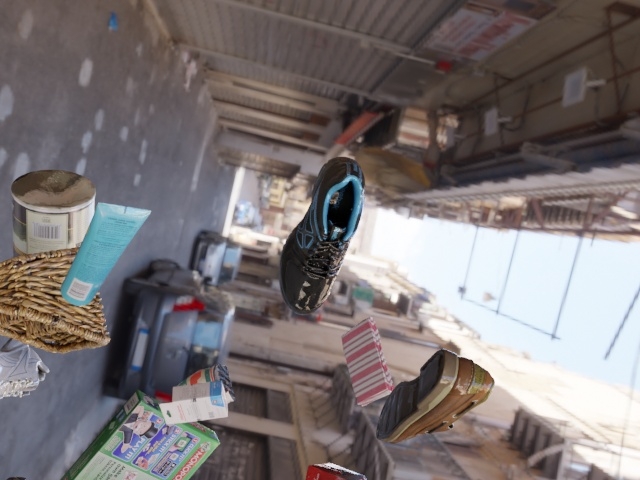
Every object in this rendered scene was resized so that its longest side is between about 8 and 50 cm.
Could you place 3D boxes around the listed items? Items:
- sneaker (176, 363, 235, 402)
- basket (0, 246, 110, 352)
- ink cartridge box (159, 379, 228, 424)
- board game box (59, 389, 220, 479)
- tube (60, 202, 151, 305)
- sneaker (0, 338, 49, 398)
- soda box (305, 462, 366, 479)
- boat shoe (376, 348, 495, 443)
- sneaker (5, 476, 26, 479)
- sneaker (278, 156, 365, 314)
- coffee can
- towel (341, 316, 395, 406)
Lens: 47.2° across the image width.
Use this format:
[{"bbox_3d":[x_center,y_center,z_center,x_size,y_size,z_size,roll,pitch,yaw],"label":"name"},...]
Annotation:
[{"bbox_3d":[-0.178,0.226,1.120,0.161,0.075,0.057,87,-13,-74],"label":"sneaker"},{"bbox_3d":[-0.620,0.151,1.567,0.299,0.213,0.223,-13,-91,46],"label":"basket"},{"bbox_3d":[-0.169,0.218,0.982,0.028,0.083,0.048,-99,-178,-50],"label":"ink cartridge box"},{"bbox_3d":[-0.386,0.476,1.482,0.317,0.213,0.046,-49,-146,1],"label":"board game box"},{"bbox_3d":[-0.335,0.019,1.110,0.207,0.080,0.052,-50,-127,34],"label":"tube"},{"bbox_3d":[-0.721,0.310,1.693,0.111,0.129,0.297,-51,-177,11],"label":"sneaker"},{"bbox_3d":[0.001,0.546,1.328,0.083,0.092,0.263,24,80,-59],"label":"soda box"},{"bbox_3d":[0.193,0.297,1.284,0.307,0.104,0.110,124,-15,-55],"label":"boat shoe"},{"bbox_3d":[-0.668,0.552,1.564,0.135,0.052,0.058,2,89,-85],"label":"sneaker"},{"bbox_3d":[0.000,0.000,1.472,0.139,0.125,0.340,-112,-142,-73],"label":"sneaker"},{"bbox_3d":[-0.688,-0.016,1.890,0.201,0.202,0.275,-85,-173,-59],"label":"coffee can"},{"bbox_3d":[0.117,0.306,1.845,0.144,0.029,0.197,-40,-123,49],"label":"towel"}]
